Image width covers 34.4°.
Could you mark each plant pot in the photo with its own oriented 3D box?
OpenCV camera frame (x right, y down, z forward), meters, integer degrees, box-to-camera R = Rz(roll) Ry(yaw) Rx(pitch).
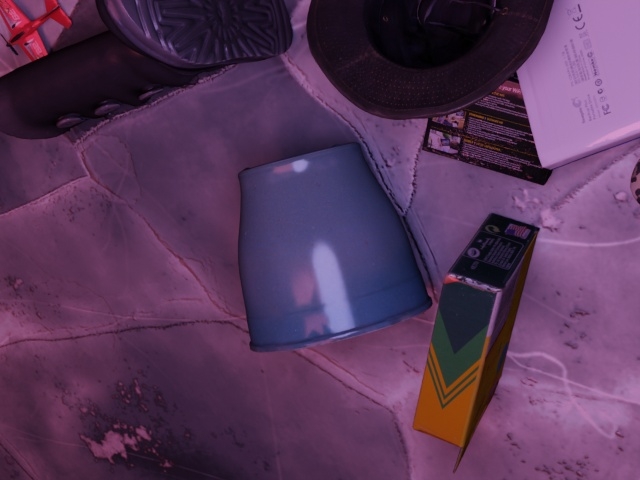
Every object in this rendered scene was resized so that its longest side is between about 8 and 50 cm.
[{"bbox_3d":[0.000,0.000,1.482,0.271,0.271,0.255,-12,94,31],"label":"plant pot"}]

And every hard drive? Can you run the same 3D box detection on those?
[{"bbox_3d":[0.387,-0.236,1.226,0.318,0.040,0.210,-20,74,33],"label":"hard drive"}]

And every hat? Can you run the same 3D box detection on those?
[{"bbox_3d":[0.145,-0.281,1.291,0.331,0.134,0.332,-5,70,14],"label":"hat"}]

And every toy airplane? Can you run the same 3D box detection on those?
[{"bbox_3d":[-0.460,-0.348,1.658,0.151,0.028,0.151,12,121,20],"label":"toy airplane"}]

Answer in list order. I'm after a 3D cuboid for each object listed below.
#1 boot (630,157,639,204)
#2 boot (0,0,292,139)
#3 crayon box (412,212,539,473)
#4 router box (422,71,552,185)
[{"bbox_3d":[0.564,-0.116,1.162,0.138,0.377,0.284,70,159,0],"label":"boot"},{"bbox_3d":[-0.317,-0.258,1.443,0.445,0.367,0.146,-10,85,31],"label":"boot"},{"bbox_3d":[0.216,0.146,1.468,0.081,0.202,0.319,18,121,18],"label":"crayon box"},{"bbox_3d":[0.236,-0.163,1.393,0.178,0.046,0.133,19,121,17],"label":"router box"}]
